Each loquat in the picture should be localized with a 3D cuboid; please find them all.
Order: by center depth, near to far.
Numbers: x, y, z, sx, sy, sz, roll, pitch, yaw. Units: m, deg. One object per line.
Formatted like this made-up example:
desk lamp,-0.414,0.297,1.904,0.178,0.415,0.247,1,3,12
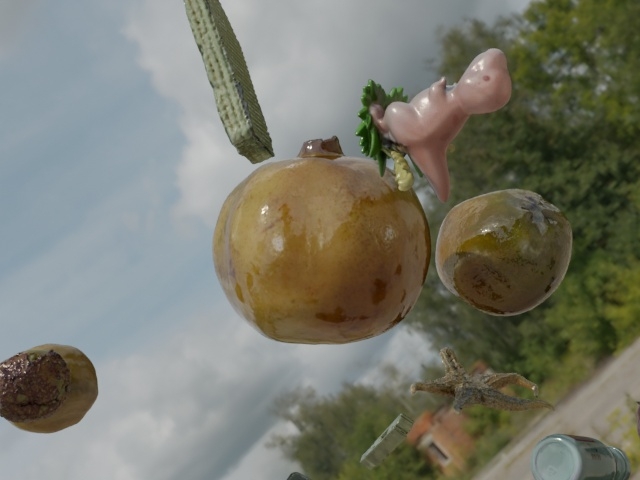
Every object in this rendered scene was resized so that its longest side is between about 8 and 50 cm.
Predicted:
loquat,-0.564,0.308,2.188,0.234,0.176,0.187,0,-36,-48
loquat,0.389,0.015,2.223,0.276,0.276,0.284,-31,-16,-44

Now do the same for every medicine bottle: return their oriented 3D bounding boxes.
medicine bottle,0.416,0.354,1.653,0.090,0.090,0.216,-48,-36,19

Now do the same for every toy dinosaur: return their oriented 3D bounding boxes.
toy dinosaur,0.156,-0.144,1.326,0.152,0.177,0.194,16,-92,-56

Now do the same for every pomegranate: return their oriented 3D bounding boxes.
pomegranate,0.000,0.000,1.936,0.416,0.417,0.417,-41,-13,-12

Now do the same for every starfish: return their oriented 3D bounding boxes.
starfish,0.332,0.329,2.289,0.302,0.299,0.060,-10,-60,-44

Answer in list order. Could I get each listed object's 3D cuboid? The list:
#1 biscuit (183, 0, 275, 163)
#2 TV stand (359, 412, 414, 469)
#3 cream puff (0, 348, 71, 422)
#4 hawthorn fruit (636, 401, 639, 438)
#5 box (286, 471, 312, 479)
biscuit,-0.136,-0.241,1.516,0.052,0.252,0.150,-19,-9,6
TV stand,0.142,0.453,2.325,0.042,0.036,0.249,-58,-1,-37
cream puff,-0.493,0.254,1.796,0.149,0.084,0.149,-20,-44,-20
hawthorn fruit,0.779,0.410,2.279,0.173,0.179,0.173,-17,16,5
box,-0.038,0.387,1.462,0.122,0.084,0.069,-51,-19,-43
